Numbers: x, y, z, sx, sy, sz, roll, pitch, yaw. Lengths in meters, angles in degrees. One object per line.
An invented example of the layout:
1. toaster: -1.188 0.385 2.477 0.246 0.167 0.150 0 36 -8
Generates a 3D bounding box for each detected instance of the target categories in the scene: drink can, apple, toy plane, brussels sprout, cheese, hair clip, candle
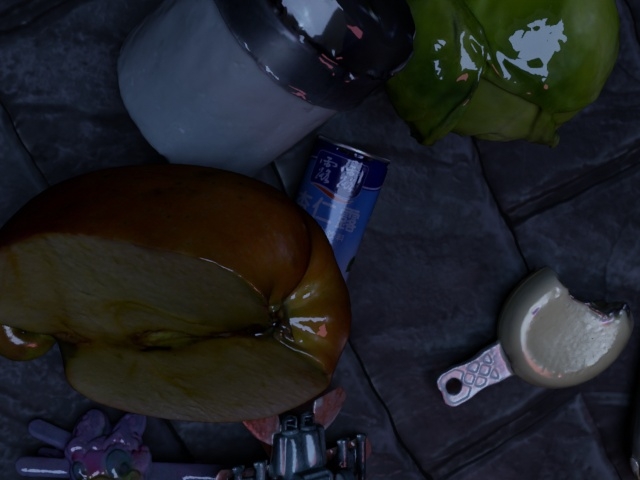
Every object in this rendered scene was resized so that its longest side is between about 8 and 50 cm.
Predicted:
1. drink can: 0.000 0.000 1.264 0.097 0.097 0.235 19 95 -15
2. apple: -0.155 0.067 1.095 0.365 0.329 0.295 -8 92 30
3. toy plane: -0.019 0.347 1.283 0.223 0.104 0.326 -7 90 -33
4. apple: -0.340 0.092 1.217 0.090 0.074 0.089 -2 100 -14
5. brussels sprout: 0.196 -0.229 1.194 0.259 0.227 0.294 19 84 -12
6. cheese: 0.276 0.147 1.362 0.163 0.071 0.249 43 89 -15
7. hair clip: -0.214 0.271 1.272 0.278 0.090 0.137 23 60 -18
8. candle: -0.081 -0.189 1.120 0.342 0.221 0.221 -33 109 35

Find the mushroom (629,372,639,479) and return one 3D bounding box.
1. mushroom: 0.460 0.203 1.403 0.099 0.096 0.278 5 95 -14
